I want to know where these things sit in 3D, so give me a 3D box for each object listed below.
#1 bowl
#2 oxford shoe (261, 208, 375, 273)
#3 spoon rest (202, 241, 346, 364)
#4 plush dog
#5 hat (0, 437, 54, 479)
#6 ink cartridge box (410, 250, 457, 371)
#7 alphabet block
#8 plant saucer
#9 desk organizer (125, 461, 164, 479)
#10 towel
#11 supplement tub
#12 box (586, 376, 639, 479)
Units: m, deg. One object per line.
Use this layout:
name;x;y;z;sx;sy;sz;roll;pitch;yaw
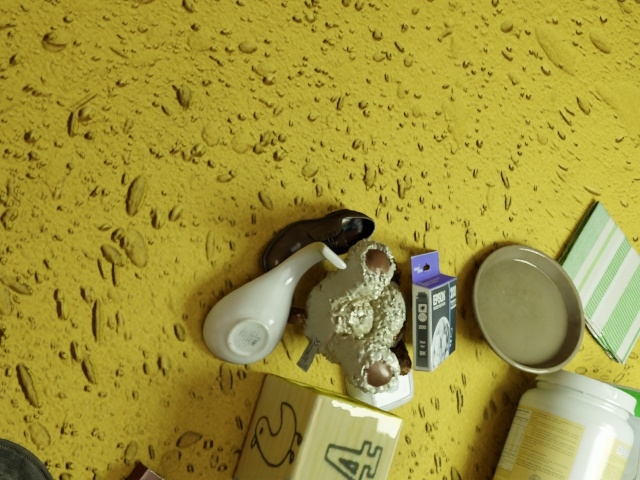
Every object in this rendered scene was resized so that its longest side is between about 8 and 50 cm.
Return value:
bowl;0.120;0.264;1.414;0.142;0.053;0.142;-13;97;-30
oxford shoe;0.000;0.000;1.307;0.227;0.096;0.082;-28;108;-25
spoon rest;-0.079;0.103;1.243;0.276;0.084;0.137;-42;116;10
plush dog;0.077;0.137;1.329;0.225;0.211;0.262;6;79;-50
hat;-0.496;0.447;1.010;0.331;0.134;0.331;-1;93;-32
ink cartridge box;0.219;0.127;1.408;0.206;0.045;0.208;-9;97;-67
alphabet block;-0.004;0.359;1.266;0.193;0.192;0.197;22;80;-31
plant saucer;0.432;0.145;1.551;0.278;0.041;0.277;8;68;-20
desk organizer;-0.258;0.420;1.200;0.130;0.047;0.050;47;67;-24
towel;0.681;0.106;1.751;0.325;0.038;0.248;46;69;-22
supplement tub;0.507;0.455;1.543;0.241;0.241;0.331;29;77;-28
box;0.675;0.464;1.648;0.127;0.231;0.261;28;78;-31
